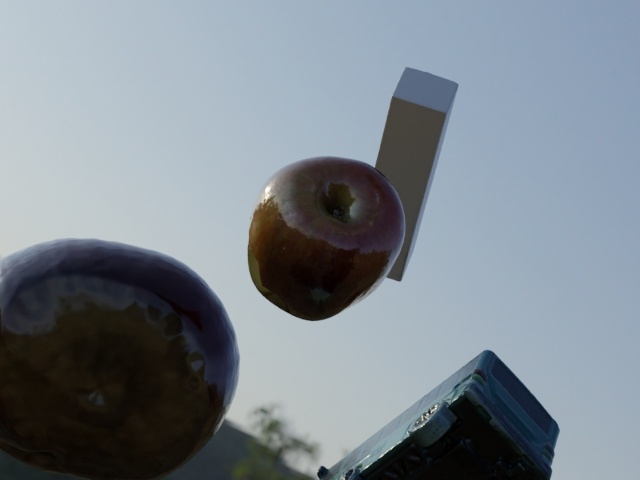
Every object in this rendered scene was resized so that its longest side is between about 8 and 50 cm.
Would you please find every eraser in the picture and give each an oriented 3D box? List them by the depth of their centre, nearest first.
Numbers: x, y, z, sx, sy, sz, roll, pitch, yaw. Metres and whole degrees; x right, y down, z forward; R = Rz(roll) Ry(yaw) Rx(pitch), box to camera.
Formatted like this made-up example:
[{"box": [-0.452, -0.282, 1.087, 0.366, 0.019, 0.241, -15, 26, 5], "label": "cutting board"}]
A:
[{"box": [0.110, -0.084, 2.036, 0.076, 0.078, 0.298, 18, -49, 7], "label": "eraser"}]

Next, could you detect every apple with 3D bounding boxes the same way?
[{"box": [0.000, 0.000, 1.677, 0.199, 0.199, 0.199, 23, -10, 4], "label": "apple"}]

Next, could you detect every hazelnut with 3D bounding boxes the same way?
[{"box": [-0.322, 0.174, 2.186, 0.410, 0.359, 0.359, 14, -10, -2], "label": "hazelnut"}]

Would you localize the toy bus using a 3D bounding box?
[{"box": [0.102, 0.235, 1.497, 0.128, 0.256, 0.147, 48, 25, -3], "label": "toy bus"}]
